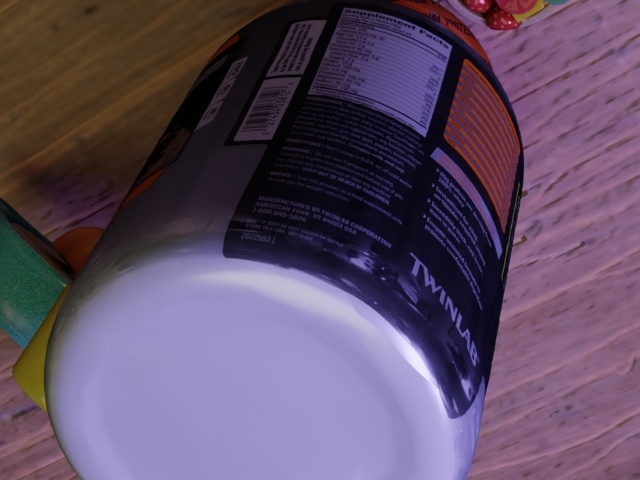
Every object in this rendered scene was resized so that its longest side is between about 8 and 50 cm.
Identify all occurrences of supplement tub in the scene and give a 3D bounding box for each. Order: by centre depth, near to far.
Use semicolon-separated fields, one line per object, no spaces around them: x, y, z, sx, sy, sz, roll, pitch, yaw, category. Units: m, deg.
0.000;0.000;0.804;0.207;0.338;0.207;6;123;10;supplement tub

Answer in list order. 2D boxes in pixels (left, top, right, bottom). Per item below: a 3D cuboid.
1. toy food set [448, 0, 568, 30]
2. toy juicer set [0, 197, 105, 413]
0.106;-0.160;0.864;0.083;0.020;0.083;-29;111;29;toy food set
-0.141;0.052;0.979;0.089;0.329;0.209;-49;124;-2;toy juicer set
